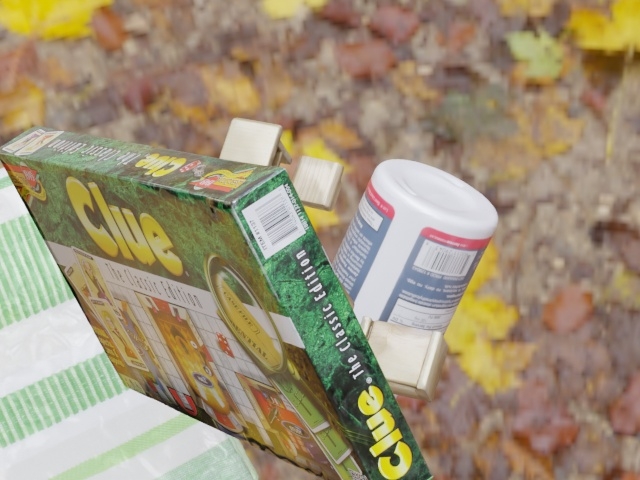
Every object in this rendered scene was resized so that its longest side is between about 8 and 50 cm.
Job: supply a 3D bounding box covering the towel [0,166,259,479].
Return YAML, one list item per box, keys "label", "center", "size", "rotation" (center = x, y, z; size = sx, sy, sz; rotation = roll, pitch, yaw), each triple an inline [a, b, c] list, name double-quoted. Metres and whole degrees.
- label: "towel"
  center: [-0.215, 0.102, 1.446]
  size: [0.248, 0.038, 0.325]
  rotation: [-23, 74, -36]

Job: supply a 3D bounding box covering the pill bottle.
- label: "pill bottle"
  center: [0.060, 0.036, 1.585]
  size: [0.108, 0.180, 0.108]
  rotation: [21, 22, -9]

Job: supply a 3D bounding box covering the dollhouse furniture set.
- label: "dollhouse furniture set"
  center: [0.000, 0.000, 1.308]
  size: [0.182, 0.101, 0.161]
  rotation: [11, 71, 19]

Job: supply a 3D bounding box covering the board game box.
- label: "board game box"
  center: [-0.054, 0.023, 0.819]
  size: [0.030, 0.136, 0.260]
  rotation: [-31, 19, -21]
